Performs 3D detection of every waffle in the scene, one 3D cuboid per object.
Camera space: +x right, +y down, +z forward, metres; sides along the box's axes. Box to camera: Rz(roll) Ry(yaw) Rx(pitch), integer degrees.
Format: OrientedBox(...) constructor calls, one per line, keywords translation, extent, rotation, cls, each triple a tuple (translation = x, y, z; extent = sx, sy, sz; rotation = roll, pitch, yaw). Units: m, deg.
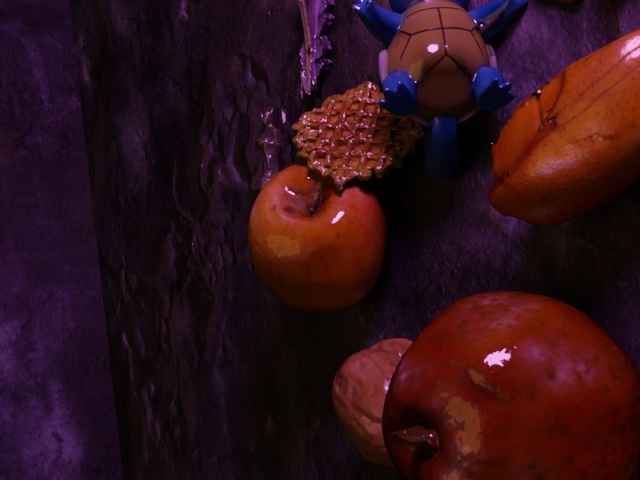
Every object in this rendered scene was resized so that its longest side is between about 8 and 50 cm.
OrientedBox(translation=(0.073, -0.213, 1.575), extent=(0.254, 0.245, 0.052), rotation=(50, 169, 34), cls="waffle")

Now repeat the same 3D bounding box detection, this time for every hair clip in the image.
OrientedBox(translation=(-0.019, -0.478, 1.788), extent=(0.106, 0.085, 0.292), rotation=(9, 105, 48), cls="hair clip")

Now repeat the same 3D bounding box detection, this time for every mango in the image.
OrientedBox(translation=(0.401, -0.169, 1.168), extent=(0.199, 0.201, 0.350), rotation=(42, 125, -2), cls="mango")

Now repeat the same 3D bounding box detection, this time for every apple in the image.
OrientedBox(translation=(0.000, 0.000, 1.627), extent=(0.299, 0.299, 0.275), rotation=(51, 175, 38), cls="apple")

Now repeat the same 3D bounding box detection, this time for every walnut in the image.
OrientedBox(translation=(0.140, 0.304, 1.495), extent=(0.257, 0.225, 0.257), rotation=(-13, 74, 53), cls="walnut")

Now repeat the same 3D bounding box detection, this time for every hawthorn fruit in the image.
OrientedBox(translation=(0.265, 0.269, 1.195), extent=(0.403, 0.403, 0.402), rotation=(5, 96, 53), cls="hawthorn fruit")

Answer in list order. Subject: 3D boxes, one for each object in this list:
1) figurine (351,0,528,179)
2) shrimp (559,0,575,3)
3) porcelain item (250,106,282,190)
OrientedBox(translation=(0.217, -0.318, 1.386), extent=(0.243, 0.298, 0.416), rotation=(-23, -73, -82), cls="figurine")
OrientedBox(translation=(0.389, -0.470, 1.261), extent=(0.161, 0.049, 0.166), rotation=(-53, 53, 44), cls="shrimp")
OrientedBox(translation=(-0.129, -0.227, 1.964), extent=(0.081, 0.069, 0.215), rotation=(2, 89, 58), cls="porcelain item")
